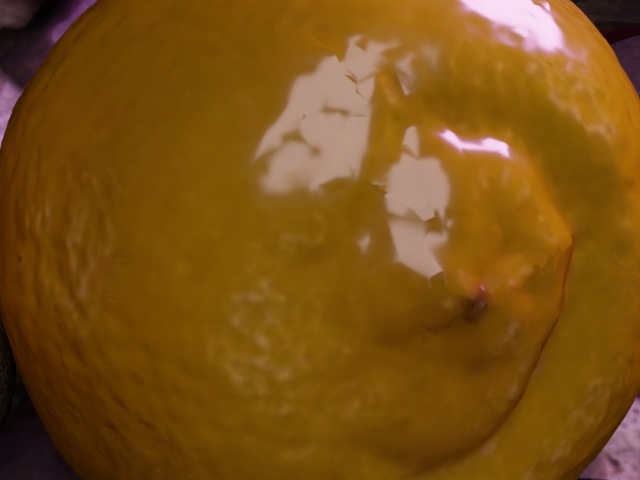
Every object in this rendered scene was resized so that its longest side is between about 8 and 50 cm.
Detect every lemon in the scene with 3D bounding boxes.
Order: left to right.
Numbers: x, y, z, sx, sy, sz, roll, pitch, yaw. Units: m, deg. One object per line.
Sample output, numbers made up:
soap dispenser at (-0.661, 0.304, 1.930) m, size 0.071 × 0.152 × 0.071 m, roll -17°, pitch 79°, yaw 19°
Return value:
lemon at (0.000, 0.000, 0.796) m, size 0.348 × 0.348 × 0.348 m, roll 7°, pitch 55°, yaw -11°

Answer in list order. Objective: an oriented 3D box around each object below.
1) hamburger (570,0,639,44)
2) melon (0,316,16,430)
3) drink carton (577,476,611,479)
hamburger at (0.221, -0.208, 1.041) m, size 0.261 × 0.276 × 0.150 m, roll -16°, pitch 97°, yaw -8°
melon at (-0.228, 0.071, 0.803) m, size 0.192 × 0.139 × 0.139 m, roll -29°, pitch 68°, yaw -30°
drink carton at (0.139, 0.233, 0.773) m, size 0.185 × 0.191 × 0.189 m, roll 25°, pitch 47°, yaw 4°
